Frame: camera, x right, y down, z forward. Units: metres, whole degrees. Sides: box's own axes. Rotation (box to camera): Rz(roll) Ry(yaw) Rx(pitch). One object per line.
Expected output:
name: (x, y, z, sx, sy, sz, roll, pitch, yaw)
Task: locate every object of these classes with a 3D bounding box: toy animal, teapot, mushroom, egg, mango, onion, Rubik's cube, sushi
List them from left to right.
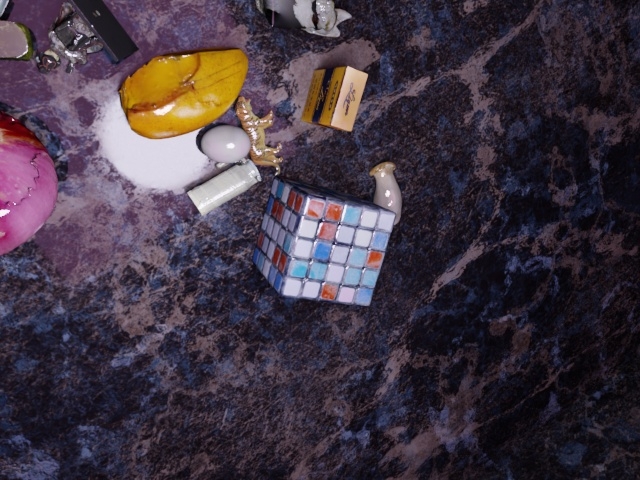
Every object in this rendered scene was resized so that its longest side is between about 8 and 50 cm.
onion: (-0.774, -0.114, 1.045, 0.345, 0.358, 0.358, -30, 125, 35)
mango: (-0.335, -0.384, 1.223, 0.350, 0.201, 0.199, -31, 153, -21)
teapot: (-0.273, -0.163, 1.371, 0.200, 0.077, 0.107, -32, 85, -12)
egg: (-0.256, -0.260, 1.324, 0.135, 0.103, 0.103, -3, 108, -2)
toy animal: (-0.170, -0.294, 1.386, 0.099, 0.057, 0.241, -18, 114, -11)
sushi: (-0.052, -0.621, 1.315, 0.273, 0.109, 0.134, -9, 106, -36)
Rubik's cube: (0.000, 0.000, 1.416, 0.287, 0.293, 0.291, 10, 103, -26)
mushroom: (0.211, -0.147, 1.577, 0.097, 0.088, 0.212, -7, 106, 13)

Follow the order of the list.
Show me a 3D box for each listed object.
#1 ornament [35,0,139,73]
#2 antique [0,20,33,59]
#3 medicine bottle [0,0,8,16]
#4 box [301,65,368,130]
ornament: (-0.575, -0.459, 1.146, 0.196, 0.153, 0.166, -28, 117, 13)
antique: (-0.754, -0.440, 1.069, 0.221, 0.080, 0.081, -4, 108, -24)
medicine bottle: (-0.741, -0.535, 1.045, 0.118, 0.074, 0.055, 27, 95, -27)
box: (0.031, -0.386, 1.337, 0.070, 0.237, 0.152, 12, 101, -23)
